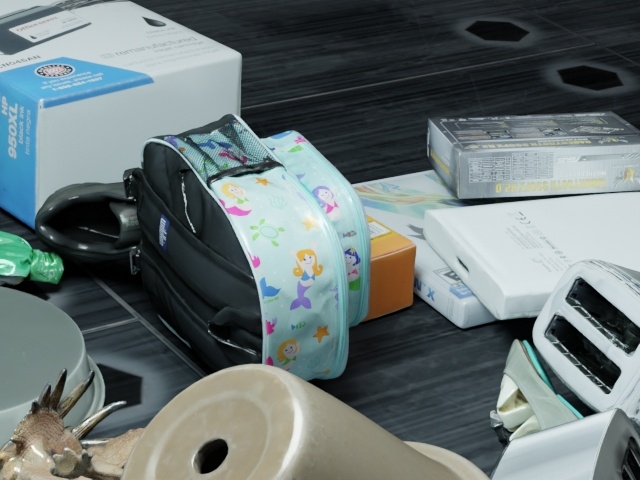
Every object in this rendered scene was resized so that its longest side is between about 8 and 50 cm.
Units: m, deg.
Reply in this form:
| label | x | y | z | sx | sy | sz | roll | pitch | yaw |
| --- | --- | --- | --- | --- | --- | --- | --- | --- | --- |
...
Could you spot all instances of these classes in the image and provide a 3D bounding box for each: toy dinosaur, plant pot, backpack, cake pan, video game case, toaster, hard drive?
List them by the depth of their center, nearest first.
| label | x | y | z | sx | sy | sz | roll | pitch | yaw |
| --- | --- | --- | --- | --- | --- | --- | --- | --- | --- |
| plant pot | -0.014 | 0.209 | 1.229 | 0.263 | 0.229 | 0.263 | -23 | 40 | 21 |
| toaster | 0.195 | 0.229 | 1.376 | 0.110 | 0.186 | 0.168 | -23 | 14 | 25 |
| toy dinosaur | -0.140 | 0.188 | 1.500 | 0.295 | 0.127 | 0.200 | 4 | 19 | -14 |
| cake pan | -0.344 | 0.119 | 1.674 | 0.293 | 0.054 | 0.293 | 3 | 26 | -2 |
| toaster | 0.298 | 0.101 | 1.681 | 0.146 | 0.129 | 0.227 | 20 | 18 | -36 |
| backpack | -0.058 | 0.024 | 1.726 | 0.191 | 0.225 | 0.253 | -12 | 34 | -21 |
| hard drive | 0.289 | 0.010 | 1.931 | 0.307 | 0.040 | 0.203 | -5 | 27 | -20 |
| video game case | 0.206 | -0.011 | 2.047 | 0.329 | 0.036 | 0.300 | -12 | 30 | -29 |

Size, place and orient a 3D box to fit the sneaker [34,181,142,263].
| label | x | y | z | sx | sy | sz | roll | pitch | yaw |
| --- | --- | --- | --- | --- | --- | --- | --- | --- | --- |
| sneaker | -0.157 | -0.019 | 1.877 | 0.286 | 0.109 | 0.130 | -9 | 2 | 4 |

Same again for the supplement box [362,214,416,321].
| label | x | y | z | sx | sy | sz | roll | pitch | yaw |
| --- | --- | --- | --- | --- | --- | --- | --- | --- | --- |
| supplement box | 0.000 | 0.000 | 1.947 | 0.080 | 0.078 | 0.233 | -17 | 33 | -32 |

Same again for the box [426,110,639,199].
| label | x | y | z | sx | sy | sz | roll | pitch | yaw |
| --- | --- | --- | --- | --- | --- | --- | --- | --- | --- |
| box | 0.250 | -0.100 | 2.094 | 0.231 | 0.056 | 0.183 | -3 | 17 | -8 |

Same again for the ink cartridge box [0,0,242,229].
| label | x | y | z | sx | sy | sz | roll | pitch | yaw |
| --- | --- | --- | --- | --- | --- | --- | --- | --- | --- |
| ink cartridge box | -0.325 | -0.182 | 2.162 | 0.285 | 0.166 | 0.395 | -18 | 34 | -38 |

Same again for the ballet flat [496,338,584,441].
| label | x | y | z | sx | sy | sz | roll | pitch | yaw |
| --- | --- | --- | --- | --- | --- | --- | --- | --- | --- |
| ballet flat | 0.196 | 0.157 | 1.673 | 0.068 | 0.072 | 0.213 | -30 | 28 | -1 |

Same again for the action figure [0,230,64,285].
| label | x | y | z | sx | sy | sz | roll | pitch | yaw |
| --- | --- | --- | --- | --- | --- | --- | --- | --- | --- |
| action figure | -0.377 | 0.024 | 1.853 | 0.232 | 0.063 | 0.137 | 2 | 24 | -4 |
